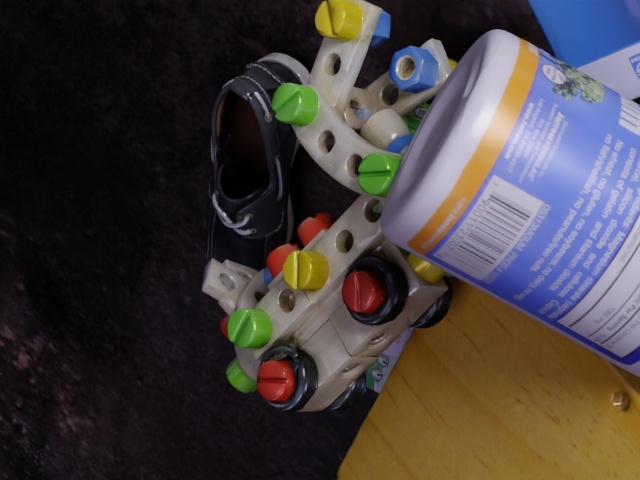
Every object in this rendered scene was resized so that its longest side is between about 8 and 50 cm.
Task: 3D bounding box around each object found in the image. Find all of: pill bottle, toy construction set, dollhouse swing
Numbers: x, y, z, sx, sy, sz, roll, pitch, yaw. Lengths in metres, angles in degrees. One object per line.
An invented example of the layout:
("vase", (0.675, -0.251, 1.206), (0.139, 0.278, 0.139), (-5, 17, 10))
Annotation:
("pill bottle", (0.188, -0.006, 1.006), (0.272, 0.152, 0.152), (28, 127, -7))
("toy construction set", (0.000, 0.000, 1.183), (0.215, 0.151, 0.328), (60, 137, 28))
("dollhouse swing", (0.245, 0.202, 1.220), (0.315, 0.305, 0.347), (54, 133, 37))

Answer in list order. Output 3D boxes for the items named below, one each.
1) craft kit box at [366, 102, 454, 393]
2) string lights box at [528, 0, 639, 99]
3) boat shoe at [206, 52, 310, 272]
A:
("craft kit box", (0.137, 0.044, 1.265), (0.246, 0.061, 0.250), (24, 123, 16))
("string lights box", (0.174, -0.229, 1.056), (0.076, 0.133, 0.260), (-21, 100, 40))
("boat shoe", (-0.067, -0.042, 1.332), (0.084, 0.079, 0.233), (24, 125, 18))
